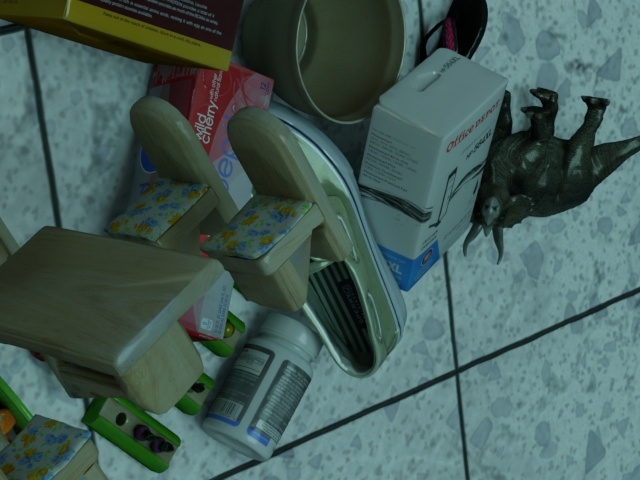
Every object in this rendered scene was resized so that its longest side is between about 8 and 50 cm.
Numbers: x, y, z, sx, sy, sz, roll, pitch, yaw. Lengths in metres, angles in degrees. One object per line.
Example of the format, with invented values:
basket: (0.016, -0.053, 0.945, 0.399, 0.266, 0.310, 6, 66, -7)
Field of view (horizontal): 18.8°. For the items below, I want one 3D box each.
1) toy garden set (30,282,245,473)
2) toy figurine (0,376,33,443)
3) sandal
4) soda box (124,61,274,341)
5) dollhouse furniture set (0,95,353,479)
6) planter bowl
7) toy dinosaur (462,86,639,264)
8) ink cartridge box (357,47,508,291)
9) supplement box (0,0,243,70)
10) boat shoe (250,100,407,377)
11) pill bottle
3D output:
toy garden set: (-0.153, 0.077, 1.872, 0.204, 0.049, 0.244, 42, 69, -39)
toy figurine: (-0.327, 0.205, 1.715, 0.159, 0.130, 0.173, -40, 148, -15)
sandal: (0.129, -0.197, 2.080, 0.040, 0.067, 0.179, 28, 80, -30)
soda box: (-0.123, -0.040, 1.821, 0.092, 0.083, 0.263, 20, 73, -36)
dollhouse furniture set: (-0.256, 0.006, 1.528, 0.362, 0.394, 0.256, -47, 125, -27)
planter bowl: (-0.007, -0.201, 1.916, 0.162, 0.109, 0.162, -12, 107, -46)
toy dinosaur: (0.251, -0.087, 2.197, 0.314, 0.121, 0.160, -12, 117, -46)
ink cartridge box: (0.106, -0.073, 1.988, 0.148, 0.086, 0.203, -43, 154, -45)
supplement box: (-0.171, -0.271, 1.742, 0.191, 0.129, 0.194, 14, 88, -43)
boat shoe: (0.000, 0.000, 1.924, 0.302, 0.109, 0.094, 58, 22, -20)
pill bottle: (-0.055, 0.147, 1.955, 0.078, 0.078, 0.137, 42, 69, -39)
